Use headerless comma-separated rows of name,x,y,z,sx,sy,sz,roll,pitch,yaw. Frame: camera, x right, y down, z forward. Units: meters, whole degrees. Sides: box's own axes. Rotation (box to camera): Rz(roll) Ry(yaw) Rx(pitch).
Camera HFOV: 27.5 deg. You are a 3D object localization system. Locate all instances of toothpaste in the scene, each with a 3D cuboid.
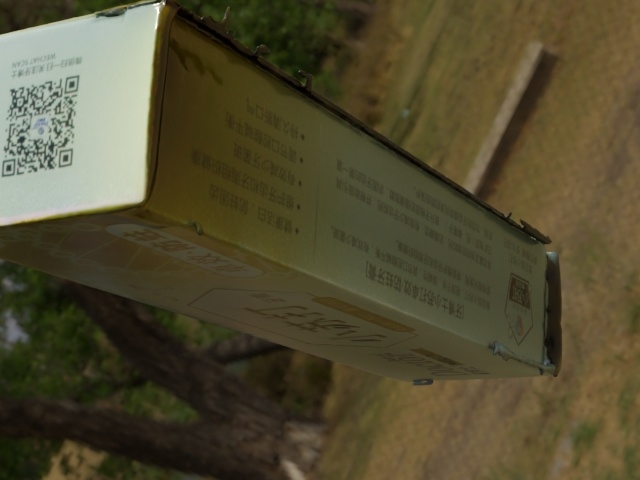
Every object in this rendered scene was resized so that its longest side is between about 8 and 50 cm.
toothpaste,0.000,0.000,0.497,0.313,0.089,0.071,24,-117,-56
